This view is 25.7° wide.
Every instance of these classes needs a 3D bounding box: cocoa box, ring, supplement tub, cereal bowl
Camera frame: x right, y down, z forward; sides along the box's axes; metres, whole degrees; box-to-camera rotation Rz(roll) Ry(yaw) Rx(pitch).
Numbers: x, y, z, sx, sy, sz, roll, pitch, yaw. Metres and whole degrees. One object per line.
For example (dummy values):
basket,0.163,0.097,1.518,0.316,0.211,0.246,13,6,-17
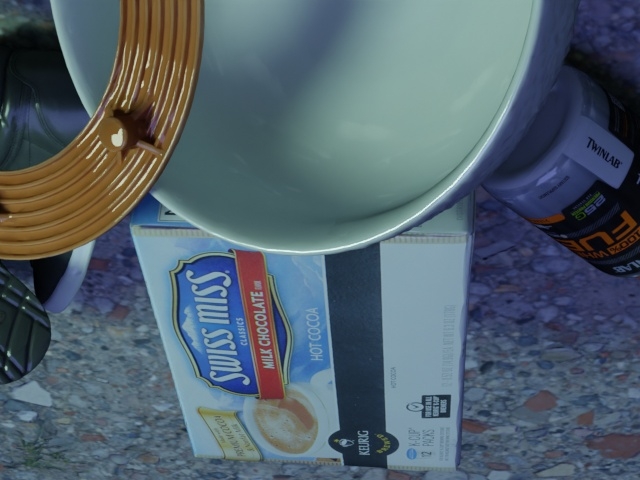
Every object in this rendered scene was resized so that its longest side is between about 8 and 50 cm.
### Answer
cocoa box,0.000,0.000,1.082,0.228,0.231,0.347,1,145,4
ring,-0.215,-0.150,0.871,0.336,0.337,0.032,-22,179,33
supplement tub,0.220,-0.045,1.093,0.190,0.117,0.117,31,137,-31
cereal bowl,0.006,-0.168,0.831,0.339,0.339,0.141,-24,177,34

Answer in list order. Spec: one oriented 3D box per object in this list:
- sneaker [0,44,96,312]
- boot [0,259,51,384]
sneaker,-0.245,-0.056,1.156,0.147,0.105,0.296,14,138,-9
boot,-0.366,-0.009,1.198,0.338,0.118,0.222,54,167,-8
